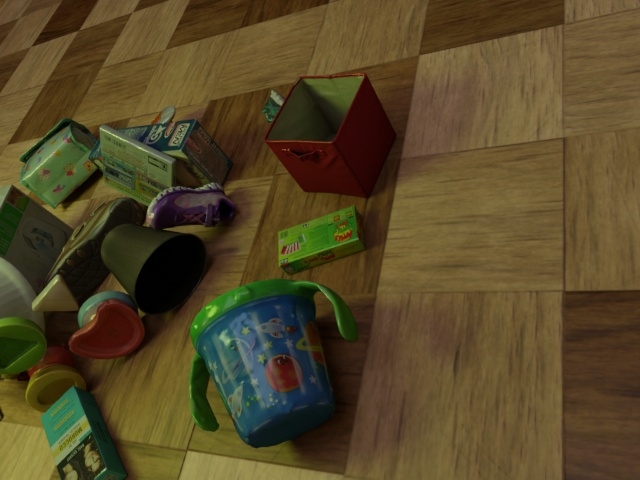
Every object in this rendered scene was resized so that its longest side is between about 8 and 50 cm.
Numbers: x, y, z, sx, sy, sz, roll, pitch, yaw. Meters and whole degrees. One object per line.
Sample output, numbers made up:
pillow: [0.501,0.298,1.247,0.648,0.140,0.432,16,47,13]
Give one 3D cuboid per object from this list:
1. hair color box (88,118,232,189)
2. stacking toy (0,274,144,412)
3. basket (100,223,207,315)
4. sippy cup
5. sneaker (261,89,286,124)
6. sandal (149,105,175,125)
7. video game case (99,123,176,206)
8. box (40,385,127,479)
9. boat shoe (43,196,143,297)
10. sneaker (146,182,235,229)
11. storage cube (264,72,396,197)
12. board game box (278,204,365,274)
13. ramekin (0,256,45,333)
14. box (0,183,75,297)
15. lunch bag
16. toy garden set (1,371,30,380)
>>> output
hair color box: [-0.429,-0.214,1.508,0.347,0.174,0.105,1,59,31]
stacking toy: [-0.568,0.195,1.233,0.309,0.279,0.130,-40,41,-2]
basket: [-0.406,0.046,1.329,0.227,0.154,0.204,21,68,42]
sippy cup: [-0.086,0.222,0.979,0.240,0.305,0.224,-5,54,-28]
sneaker: [-0.104,-0.328,1.490,0.076,0.065,0.166,-49,43,13]
sandal: [-0.489,-0.297,1.679,0.265,0.076,0.102,-35,34,33]
video game case: [-0.463,-0.174,1.438,0.212,0.193,0.023,26,47,7]
box: [-0.492,0.422,1.164,0.100,0.060,0.244,-45,47,-5]
boat shoe: [-0.604,0.017,1.491,0.116,0.123,0.324,12,55,40]
sneaker: [-0.292,-0.069,1.325,0.104,0.236,0.095,37,125,26]
storage cube: [0.026,-0.226,1.240,0.184,0.193,0.215,8,63,34]
board game box: [0.000,0.000,1.193,0.181,0.043,0.092,-19,51,18]
ramekin: [-0.776,0.176,1.265,0.277,0.277,0.135,-8,15,25]
box: [-0.790,0.029,1.484,0.127,0.262,0.231,-13,52,22]
lunch bag: [-0.816,-0.258,1.781,0.223,0.160,0.262,-42,36,2]
toy garden set: [-0.822,0.268,1.438,0.244,0.049,0.203,-18,68,22]
